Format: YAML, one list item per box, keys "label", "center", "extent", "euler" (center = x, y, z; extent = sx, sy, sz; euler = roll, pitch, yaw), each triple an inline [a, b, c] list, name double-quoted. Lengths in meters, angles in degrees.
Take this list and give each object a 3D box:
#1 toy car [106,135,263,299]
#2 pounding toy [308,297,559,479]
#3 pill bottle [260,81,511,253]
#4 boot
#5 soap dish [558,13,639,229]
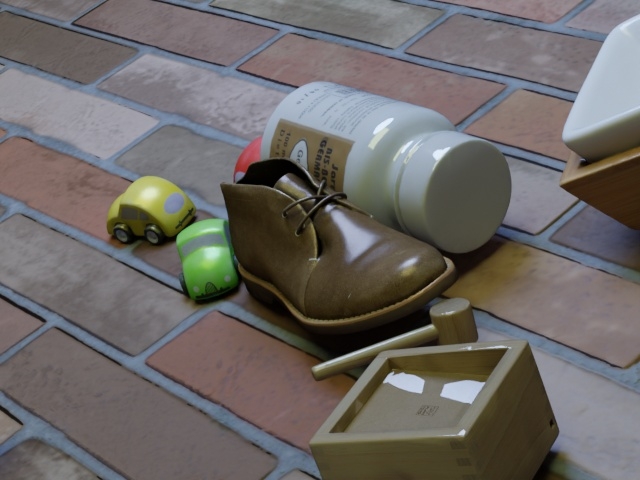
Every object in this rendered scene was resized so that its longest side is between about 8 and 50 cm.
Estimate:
- label: "toy car"
  center: [-0.109, -0.023, 1.629]
  extent: [0.239, 0.053, 0.225]
  euler: [-18, 30, 7]
- label: "pounding toy"
  center: [0.080, 0.130, 1.235]
  extent: [0.181, 0.094, 0.206]
  euler: [-7, 24, 33]
- label: "pill bottle"
  center: [0.059, -0.063, 1.505]
  extent: [0.131, 0.131, 0.229]
  euler: [-37, 33, -24]
- label: "boot"
  center: [0.000, 0.000, 1.415]
  extent: [0.112, 0.115, 0.305]
  euler: [-31, 22, -24]
- label: "soap dish"
  center: [0.358, -0.133, 1.374]
  extent: [0.291, 0.118, 0.229]
  euler: [-20, 25, 35]
